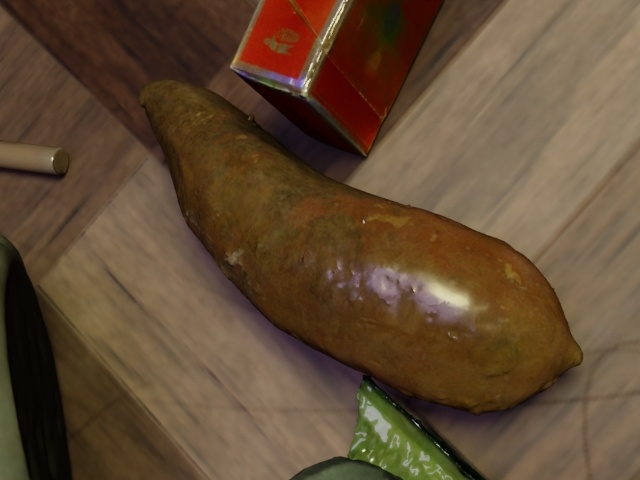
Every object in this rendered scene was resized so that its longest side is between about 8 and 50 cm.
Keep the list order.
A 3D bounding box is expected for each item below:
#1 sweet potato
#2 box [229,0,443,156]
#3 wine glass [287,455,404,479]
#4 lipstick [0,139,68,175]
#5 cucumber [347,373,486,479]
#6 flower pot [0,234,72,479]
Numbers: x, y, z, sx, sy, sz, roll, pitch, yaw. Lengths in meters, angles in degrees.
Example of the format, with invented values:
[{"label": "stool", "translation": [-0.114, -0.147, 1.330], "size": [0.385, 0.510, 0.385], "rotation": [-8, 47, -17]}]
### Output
[{"label": "sweet potato", "translation": [-0.002, 0.000, 0.548], "size": [0.291, 0.097, 0.097], "rotation": [32, 91, 22]}, {"label": "box", "translation": [0.027, -0.143, 0.556], "size": [0.048, 0.112, 0.175], "rotation": [26, 87, 22]}, {"label": "wine glass", "translation": [0.141, 0.242, 0.290], "size": [0.406, 0.267, 0.267], "rotation": [9, 82, 35]}, {"label": "lipstick", "translation": [-0.205, -0.055, 0.669], "size": [0.094, 0.019, 0.019], "rotation": [8, 82, 20]}, {"label": "cucumber", "translation": [0.086, 0.162, 0.511], "size": [0.220, 0.046, 0.070], "rotation": [40, 96, 23]}, {"label": "flower pot", "translation": [-0.239, 0.104, 0.533], "size": [0.195, 0.246, 0.246], "rotation": [-11, 74, -9]}]
